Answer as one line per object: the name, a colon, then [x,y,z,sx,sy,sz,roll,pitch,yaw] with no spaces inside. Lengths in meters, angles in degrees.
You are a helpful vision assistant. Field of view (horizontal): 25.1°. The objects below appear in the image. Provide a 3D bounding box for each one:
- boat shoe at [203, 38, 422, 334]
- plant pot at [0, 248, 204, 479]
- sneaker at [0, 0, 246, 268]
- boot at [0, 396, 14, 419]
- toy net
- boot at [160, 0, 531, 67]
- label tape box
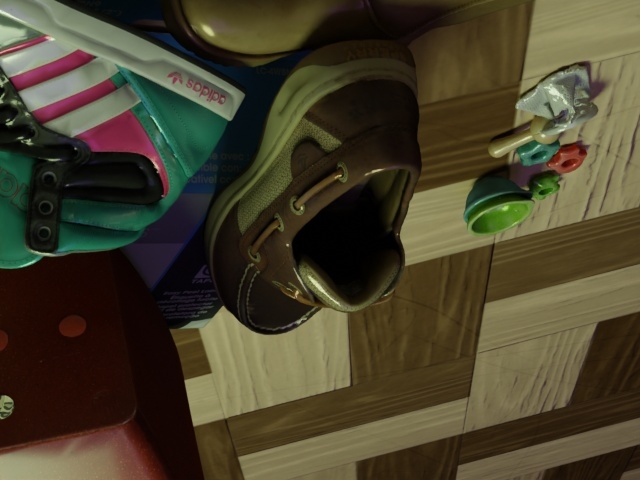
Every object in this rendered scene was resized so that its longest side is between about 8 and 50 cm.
boat shoe: [0.000,0.000,1.054,0.123,0.123,0.342,-5,151,-23]
plant pot: [-0.225,0.143,1.074,0.267,0.267,0.236,-10,142,-8]
sneaker: [-0.205,-0.078,0.920,0.295,0.124,0.178,23,94,-33]
boot: [-0.414,0.184,1.480,0.178,0.085,0.236,-1,151,-33]
toy net: [0.216,-0.081,1.352,0.122,0.045,0.232,-6,153,-19]
boot: [0.063,-0.184,0.912,0.236,0.089,0.269,-10,179,-41]
label tape box: [-0.148,-0.047,1.132,0.249,0.115,0.348,0,152,-31]
